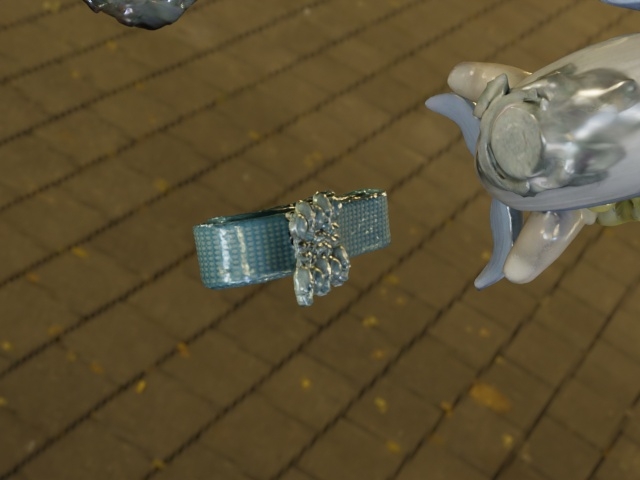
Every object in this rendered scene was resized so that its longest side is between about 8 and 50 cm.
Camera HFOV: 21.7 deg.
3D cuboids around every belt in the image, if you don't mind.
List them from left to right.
[{"bbox_3d":[0.000,-0.005,1.111,0.100,0.065,0.179,-2,10,36],"label":"belt"}]

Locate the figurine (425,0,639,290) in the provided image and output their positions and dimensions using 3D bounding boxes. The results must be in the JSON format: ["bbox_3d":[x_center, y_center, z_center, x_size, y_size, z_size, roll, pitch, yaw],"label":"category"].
[{"bbox_3d":[0.140,-0.050,0.737,0.184,0.208,0.128,-8,83,-47],"label":"figurine"}]

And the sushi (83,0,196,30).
[{"bbox_3d":[-0.144,-0.230,0.956,0.225,0.124,0.127,43,2,-33],"label":"sushi"}]
